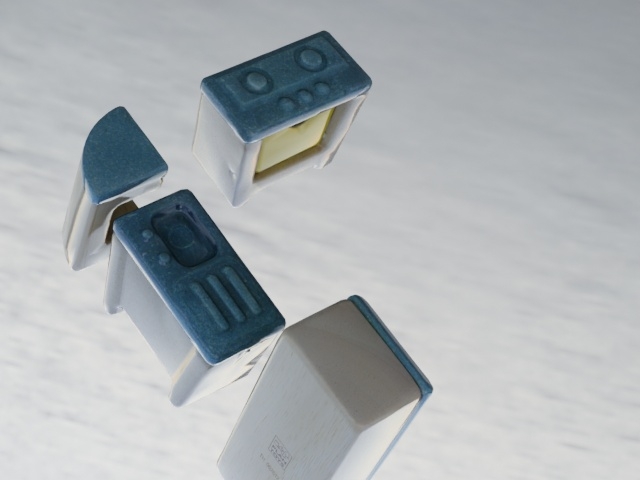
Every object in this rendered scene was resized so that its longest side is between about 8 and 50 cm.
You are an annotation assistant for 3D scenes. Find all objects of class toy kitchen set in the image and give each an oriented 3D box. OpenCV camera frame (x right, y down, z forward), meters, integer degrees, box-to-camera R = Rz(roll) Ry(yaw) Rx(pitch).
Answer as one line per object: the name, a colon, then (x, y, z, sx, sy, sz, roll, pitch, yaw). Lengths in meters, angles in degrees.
toy kitchen set: (0.000, 0.000, 0.705, 0.207, 0.166, 0.122, 52, 146, 18)
